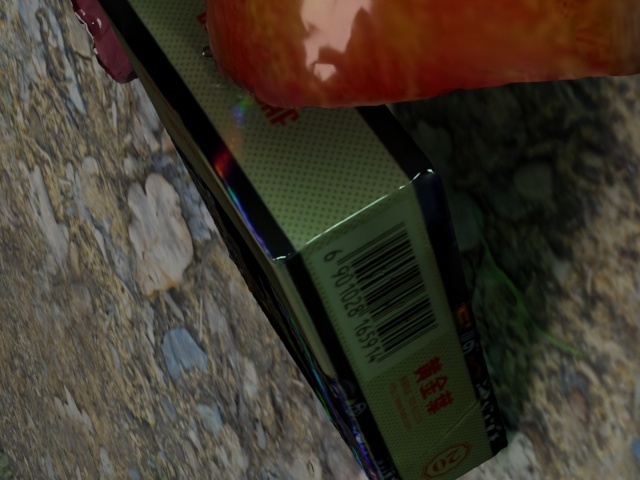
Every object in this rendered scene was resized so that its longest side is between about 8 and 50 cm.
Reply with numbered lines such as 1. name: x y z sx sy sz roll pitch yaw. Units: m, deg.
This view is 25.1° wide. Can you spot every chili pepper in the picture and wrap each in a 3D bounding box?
1. chili pepper: 0.062 -0.207 0.519 0.251 0.229 0.305 -57 -30 -76

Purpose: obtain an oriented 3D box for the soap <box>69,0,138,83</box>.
1. soap: -0.105 -0.215 0.949 0.250 0.099 0.162 -26 83 66

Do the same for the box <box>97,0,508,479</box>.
1. box: 0.000 0.000 0.766 0.198 0.084 0.310 55 173 32
